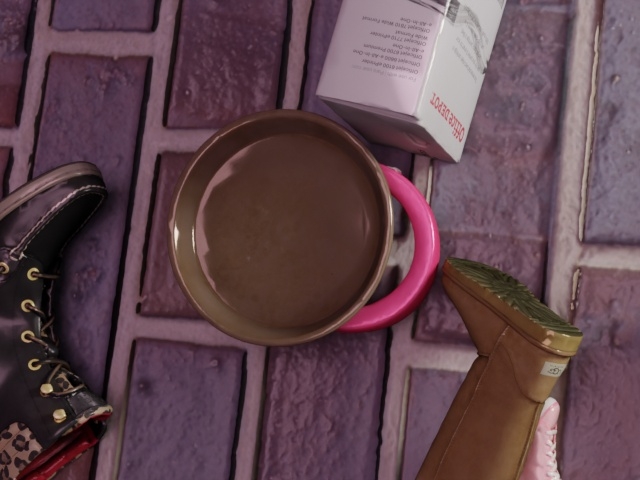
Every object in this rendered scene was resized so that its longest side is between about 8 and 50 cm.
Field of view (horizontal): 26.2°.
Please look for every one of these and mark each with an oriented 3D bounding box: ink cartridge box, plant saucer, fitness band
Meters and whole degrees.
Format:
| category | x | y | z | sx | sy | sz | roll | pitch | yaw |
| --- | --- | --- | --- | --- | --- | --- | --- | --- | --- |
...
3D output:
| category | x | y | z | sx | sy | sz | roll | pitch | yaw |
| --- | --- | --- | --- | --- | --- | --- | --- | --- | --- |
| ink cartridge box | 0.122 | -0.268 | 1.581 | 0.129 | 0.223 | 0.307 | 15 | 85 | 19 |
| plant saucer | -0.045 | -0.014 | 1.599 | 0.278 | 0.041 | 0.277 | -2 | 83 | 17 |
| fitness band | 0.000 | 0.000 | 1.629 | 0.291 | 0.054 | 0.209 | 9 | 83 | 19 |

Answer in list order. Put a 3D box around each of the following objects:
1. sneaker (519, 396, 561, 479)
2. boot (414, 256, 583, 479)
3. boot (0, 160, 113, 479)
| category | x | y | z | sx | sy | sz | roll | pitch | yaw |
| --- | --- | --- | --- | --- | --- | --- | --- | --- | --- |
| sneaker | 0.253 | 0.248 | 1.542 | 0.070 | 0.051 | 0.134 | 28 | 97 | 24 |
| boot | 0.165 | 0.177 | 1.552 | 0.236 | 0.089 | 0.269 | 45 | 118 | 56 |
| boot | -0.350 | 0.114 | 1.704 | 0.377 | 0.138 | 0.284 | -42 | 71 | 10 |
